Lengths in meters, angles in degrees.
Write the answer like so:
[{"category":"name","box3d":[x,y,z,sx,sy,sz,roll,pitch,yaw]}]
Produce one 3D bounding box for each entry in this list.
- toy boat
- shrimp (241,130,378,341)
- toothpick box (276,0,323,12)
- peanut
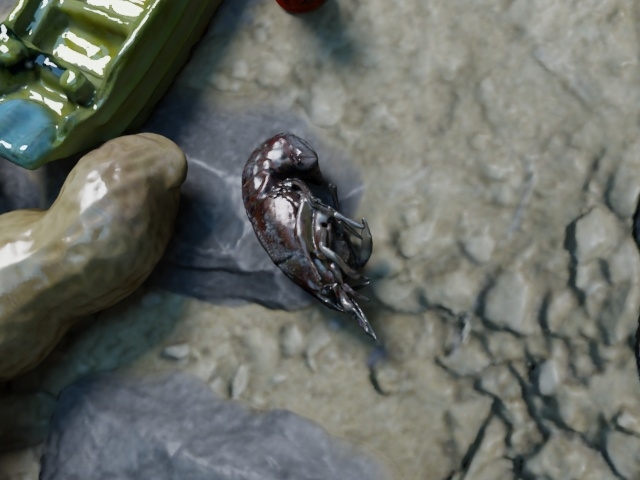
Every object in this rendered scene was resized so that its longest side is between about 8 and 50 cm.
[{"category":"toy boat","box3d":[-0.141,-0.163,1.184,0.111,0.084,0.276,24,76,27]},{"category":"shrimp","box3d":[0.000,0.000,1.088,0.065,0.056,0.165,-37,66,-2]},{"category":"toothpick box","box3d":[-0.024,-0.183,1.145,0.047,0.083,0.047,-3,82,19]},{"category":"peanut","box3d":[-0.179,0.014,1.134,0.228,0.085,0.104,-35,53,4]}]
